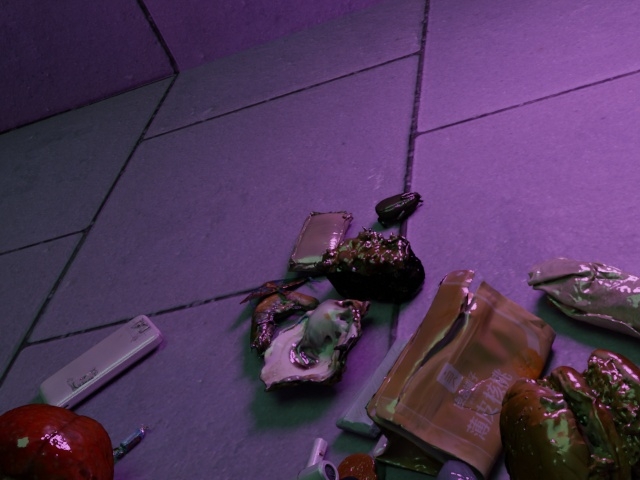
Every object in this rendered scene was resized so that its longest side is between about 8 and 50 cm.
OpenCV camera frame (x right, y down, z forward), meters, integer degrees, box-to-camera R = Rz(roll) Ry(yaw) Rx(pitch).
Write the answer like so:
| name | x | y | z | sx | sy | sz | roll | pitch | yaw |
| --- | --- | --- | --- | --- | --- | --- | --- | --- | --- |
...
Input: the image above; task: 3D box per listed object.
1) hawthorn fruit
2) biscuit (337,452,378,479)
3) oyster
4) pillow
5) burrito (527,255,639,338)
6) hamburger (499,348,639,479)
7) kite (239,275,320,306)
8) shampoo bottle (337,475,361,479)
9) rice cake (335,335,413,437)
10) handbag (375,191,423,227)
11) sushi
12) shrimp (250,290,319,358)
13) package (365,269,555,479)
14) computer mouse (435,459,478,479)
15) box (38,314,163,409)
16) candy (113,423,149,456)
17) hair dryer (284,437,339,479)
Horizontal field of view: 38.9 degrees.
| name | x | y | z | sx | sy | sz | roll | pitch | yaw |
| --- | --- | --- | --- | --- | --- | --- | --- | --- | --- |
| hawthorn fruit | -0.481 | 0.407 | 1.580 | 0.258 | 0.258 | 0.262 | -41 | 11 | -23 |
| biscuit | 0.058 | 0.380 | 1.450 | 0.078 | 0.015 | 0.091 | -2 | 39 | 33 |
| oyster | -0.008 | 0.203 | 1.701 | 0.223 | 0.083 | 0.214 | -21 | 28 | 20 |
| pillow | 0.000 | 0.000 | 2.022 | 0.119 | 0.053 | 0.208 | -7 | 36 | 23 |
| burrito | 0.496 | 0.101 | 1.478 | 0.117 | 0.076 | 0.392 | -42 | 35 | -23 |
| hamburger | 0.356 | 0.281 | 1.184 | 0.211 | 0.245 | 0.260 | -17 | 70 | 0 |
| kite | -0.094 | 0.100 | 1.951 | 0.183 | 0.010 | 0.160 | -20 | 14 | -17 |
| shampoo bottle | 0.107 | 0.454 | 1.243 | 0.134 | 0.078 | 0.359 | -29 | 31 | -11 |
| rice cake | 0.115 | 0.249 | 1.577 | 0.080 | 0.042 | 0.221 | 1 | 41 | 45 |
| handbag | 0.175 | -0.076 | 2.011 | 0.111 | 0.047 | 0.072 | -27 | 26 | 0 |
| sushi | 0.110 | 0.042 | 1.820 | 0.213 | 0.115 | 0.147 | 4 | 43 | 42 |
| shrimp | -0.074 | 0.166 | 1.840 | 0.150 | 0.051 | 0.217 | -11 | 30 | 12 |
| package | 0.212 | 0.206 | 1.450 | 0.221 | 0.165 | 0.311 | 4 | 43 | 40 |
| computer mouse | 0.200 | 0.392 | 1.238 | 0.068 | 0.113 | 0.229 | -14 | 26 | -8 |
| box | -0.484 | 0.270 | 1.993 | 0.285 | 0.044 | 0.142 | -36 | 30 | -14 |
| candy | -0.367 | 0.386 | 1.753 | 0.030 | 0.020 | 0.083 | 16 | 50 | 45 |
| hair dryer | -0.005 | 0.366 | 1.484 | 0.082 | 0.047 | 0.137 | -33 | 14 | 25 |
